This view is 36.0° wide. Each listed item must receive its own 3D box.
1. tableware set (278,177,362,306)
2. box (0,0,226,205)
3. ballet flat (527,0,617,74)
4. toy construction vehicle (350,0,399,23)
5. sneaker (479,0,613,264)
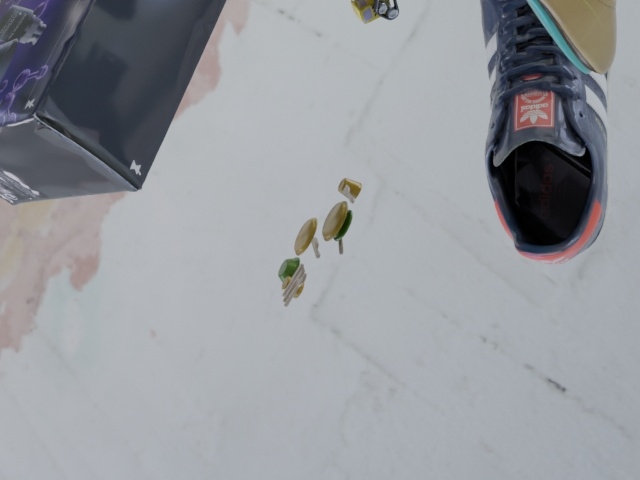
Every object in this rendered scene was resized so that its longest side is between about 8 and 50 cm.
[{"bbox_3d":[0.000,0.000,1.095,0.154,0.024,0.104,-58,-160,16],"label":"tableware set"},{"bbox_3d":[-0.176,-0.166,0.766,0.184,0.103,0.261,-1,-120,43],"label":"box"},{"bbox_3d":[0.119,-0.179,0.550,0.073,0.232,0.080,-38,-142,24],"label":"ballet flat"},{"bbox_3d":[0.008,-0.189,0.619,0.035,0.098,0.086,-31,-121,-3],"label":"toy construction vehicle"},{"bbox_3d":[0.210,-0.145,0.931,0.131,0.148,0.350,-7,-81,26],"label":"sneaker"}]
